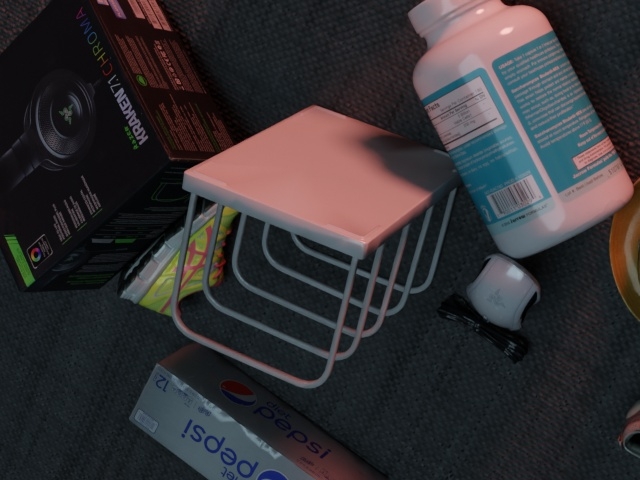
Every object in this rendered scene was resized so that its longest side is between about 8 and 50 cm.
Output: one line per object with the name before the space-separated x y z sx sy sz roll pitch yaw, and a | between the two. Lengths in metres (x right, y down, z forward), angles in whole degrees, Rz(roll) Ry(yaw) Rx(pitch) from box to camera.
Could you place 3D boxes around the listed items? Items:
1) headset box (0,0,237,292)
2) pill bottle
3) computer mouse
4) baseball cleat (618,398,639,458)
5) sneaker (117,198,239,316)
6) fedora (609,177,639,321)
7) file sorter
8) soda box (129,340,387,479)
headset box | -0.264 -0.108 1.616 0.283 0.131 0.246 -38 70 29
pill bottle | 0.185 -0.126 1.418 0.146 0.146 0.264 -26 92 29
computer mouse | 0.173 0.068 1.475 0.106 0.193 0.042 38 72 12
baseball cleat | 0.394 0.185 1.426 0.205 0.109 0.072 -16 107 32
sneaker | -0.136 0.006 1.660 0.094 0.081 0.208 37 113 -21
fedora | 0.361 0.019 1.412 0.194 0.079 0.194 7 107 24
file sorter | 0.000 0.000 1.473 0.192 0.277 0.173 22 117 19
soda box | -0.072 0.239 1.673 0.286 0.098 0.091 34 115 13
